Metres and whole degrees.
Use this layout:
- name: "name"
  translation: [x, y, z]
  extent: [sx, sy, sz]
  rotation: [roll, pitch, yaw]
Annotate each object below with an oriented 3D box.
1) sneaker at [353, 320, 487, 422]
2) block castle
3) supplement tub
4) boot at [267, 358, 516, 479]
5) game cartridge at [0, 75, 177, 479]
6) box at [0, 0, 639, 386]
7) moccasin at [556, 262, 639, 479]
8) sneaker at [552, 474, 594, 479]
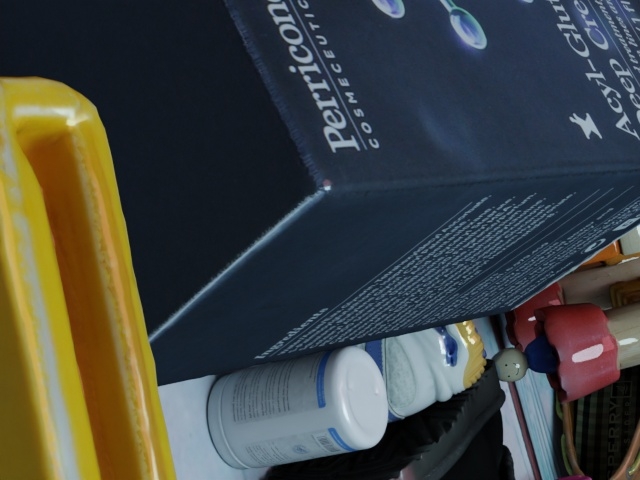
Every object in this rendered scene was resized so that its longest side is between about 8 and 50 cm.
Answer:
- name: "sneaker"
  translation: [0.000, 0.000, 0.976]
  extent: [0.296, 0.131, 0.112]
  rotation: [61, 2, 23]
- name: "block castle"
  translation: [0.194, -0.097, 1.212]
  extent: [0.303, 0.213, 0.453]
  rotation: [-105, 180, -83]
- name: "supplement tub"
  translation: [-0.015, 0.115, 0.893]
  extent: [0.071, 0.107, 0.071]
  rotation: [33, 50, -51]
- name: "boot"
  translation: [0.100, 0.251, 1.008]
  extent: [0.348, 0.131, 0.260]
  rotation: [-19, 94, -62]
- name: "game cartridge"
  translation: [-0.171, 0.132, 0.386]
  extent: [0.052, 0.323, 0.285]
  rotation: [-5, 82, -58]
- name: "box"
  translation: [0.007, -0.107, 0.770]
  extent: [0.395, 0.212, 0.293]
  rotation: [-8, 65, -47]
- name: "moccasin"
  translation: [0.321, 0.119, 1.475]
  extent: [0.147, 0.139, 0.380]
  rotation: [52, 44, -50]
- name: "sneaker"
  translation: [0.257, 0.306, 1.211]
  extent: [0.252, 0.103, 0.111]
  rotation: [-128, -153, -79]
